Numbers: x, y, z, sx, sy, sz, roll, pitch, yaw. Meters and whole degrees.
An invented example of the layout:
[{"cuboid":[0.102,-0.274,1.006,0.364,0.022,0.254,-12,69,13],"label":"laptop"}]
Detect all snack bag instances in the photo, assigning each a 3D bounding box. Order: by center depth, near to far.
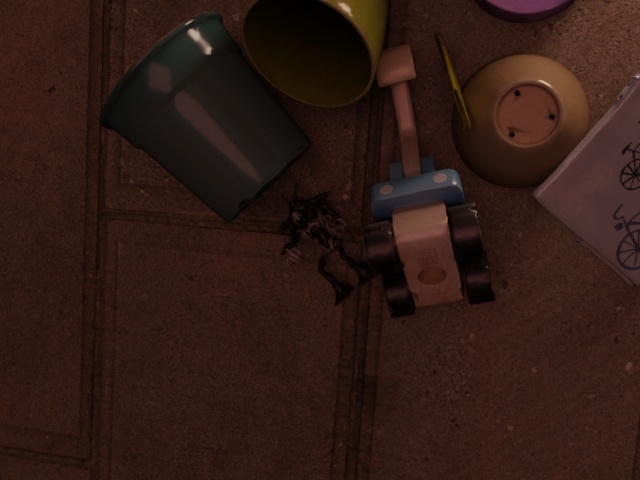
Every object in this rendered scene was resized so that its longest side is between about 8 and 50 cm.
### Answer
[{"cuboid":[0.628,-0.110,1.333,0.342,0.037,0.323,35,104,-17],"label":"snack bag"}]

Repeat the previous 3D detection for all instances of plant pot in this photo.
[{"cuboid":[0.407,-0.244,1.344,0.284,0.191,0.284,1,97,11],"label":"plant pot"},{"cuboid":[0.029,-0.469,1.346,0.275,0.275,0.293,21,60,9],"label":"plant pot"},{"cuboid":[-0.220,-0.241,1.422,0.341,0.341,0.334,-44,94,13],"label":"plant pot"}]

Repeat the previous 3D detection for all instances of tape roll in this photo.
[{"cuboid":[0.424,-0.590,1.355,0.275,0.090,0.274,1,96,13],"label":"tape roll"}]

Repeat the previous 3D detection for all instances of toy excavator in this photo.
[{"cuboid":[0.197,-0.125,1.401,0.222,0.445,0.433,-12,135,12],"label":"toy excavator"}]

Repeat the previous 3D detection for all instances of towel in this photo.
[{"cuboid":[0.261,-0.324,1.339,0.021,0.237,0.102,-20,131,17],"label":"towel"}]

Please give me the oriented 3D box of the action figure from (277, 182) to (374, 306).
[{"cuboid":[0.000,0.000,1.483,0.164,0.141,0.275,-38,91,15],"label":"action figure"}]
